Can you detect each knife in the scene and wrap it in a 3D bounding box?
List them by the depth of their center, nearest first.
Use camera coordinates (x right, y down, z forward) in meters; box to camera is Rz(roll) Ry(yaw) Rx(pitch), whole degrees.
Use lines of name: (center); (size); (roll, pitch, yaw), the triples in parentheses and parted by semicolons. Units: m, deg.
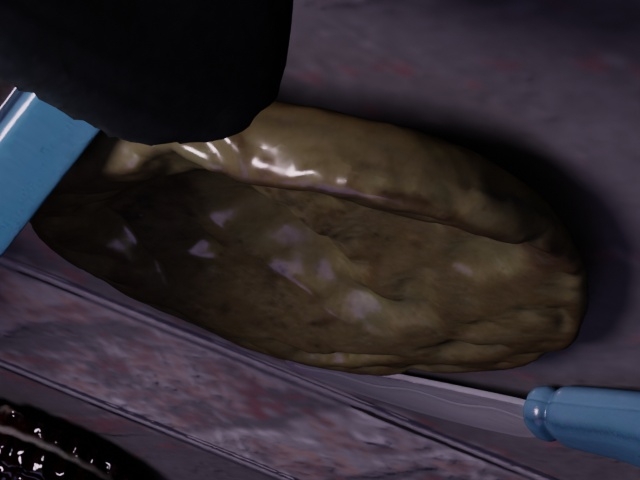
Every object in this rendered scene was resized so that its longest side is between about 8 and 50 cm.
knife: (0.088, 0.082, 0.769); (0.244, 0.032, 0.058); (5, 158, 39)

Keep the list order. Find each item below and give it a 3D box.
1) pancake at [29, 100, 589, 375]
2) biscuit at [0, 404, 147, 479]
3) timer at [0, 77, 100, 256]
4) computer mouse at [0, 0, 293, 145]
pancake: (0.000, 0.000, 0.658); (0.242, 0.050, 0.242); (14, 161, 5)
biscuit: (-0.199, 0.161, 1.101); (0.194, 0.053, 0.194); (17, 154, 9)
timer: (-0.208, -0.048, 0.524); (0.250, 0.232, 0.091); (33, -166, -24)
computer mouse: (-0.135, -0.143, 0.344); (0.203, 0.114, 0.374); (40, 170, 49)
